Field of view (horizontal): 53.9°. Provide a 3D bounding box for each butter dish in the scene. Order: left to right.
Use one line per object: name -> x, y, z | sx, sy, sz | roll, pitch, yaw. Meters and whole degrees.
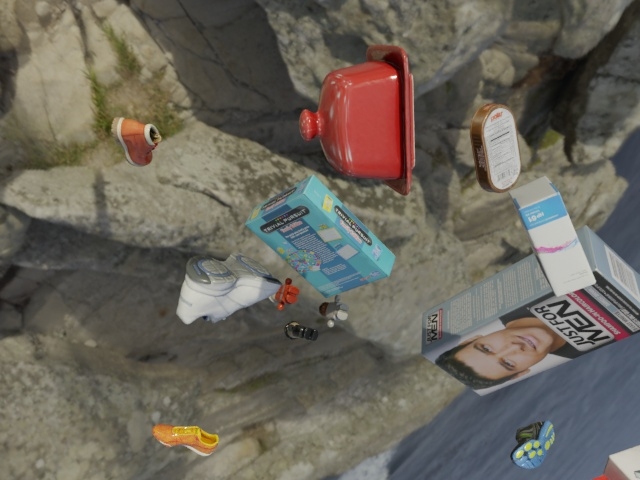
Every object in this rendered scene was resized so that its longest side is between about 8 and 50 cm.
butter dish -> 0.035, -0.135, 0.715 | 0.118, 0.160, 0.160 | -8, 109, -9

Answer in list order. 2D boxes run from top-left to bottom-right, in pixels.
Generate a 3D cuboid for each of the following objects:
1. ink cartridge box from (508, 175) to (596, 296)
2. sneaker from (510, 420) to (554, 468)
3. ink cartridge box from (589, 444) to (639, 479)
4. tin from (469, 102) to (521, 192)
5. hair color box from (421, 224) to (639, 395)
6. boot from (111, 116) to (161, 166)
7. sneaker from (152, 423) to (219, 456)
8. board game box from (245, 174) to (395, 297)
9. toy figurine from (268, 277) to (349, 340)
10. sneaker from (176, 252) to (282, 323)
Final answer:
ink cartridge box -> 0.280, -0.006, 0.765 | 0.052, 0.122, 0.088 | -25, -167, 16
sneaker -> 0.514, 0.504, 1.553 | 0.188, 0.078, 0.067 | -21, 93, -49
ink cartridge box -> 0.651, 0.539, 1.200 | 0.261, 0.296, 0.066 | -12, 122, -17
tin -> 0.365, -0.189, 1.303 | 0.106, 0.040, 0.190 | -29, 116, -29
hair color box -> 0.388, 0.145, 1.171 | 0.185, 0.114, 0.374 | 36, 131, -23
boot -> -0.367, -0.198, 1.314 | 0.158, 0.084, 0.059 | 82, 13, -70
sneaker -> -0.343, 0.495, 1.608 | 0.175, 0.064, 0.067 | 22, 114, -25
board game box -> 0.000, 0.000, 1.721 | 0.336, 0.253, 0.079 | 44, 47, -22
toy figurine -> -0.038, 0.194, 1.961 | 0.209, 0.148, 0.213 | -32, 103, -27
sneaker -> -0.193, 0.102, 1.306 | 0.297, 0.111, 0.129 | 5, 118, -58
